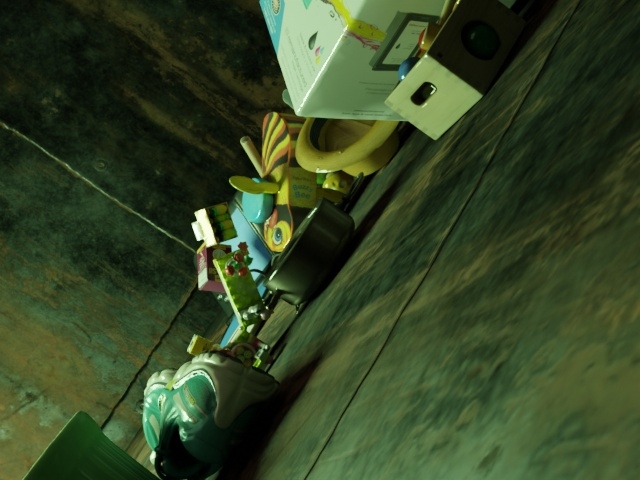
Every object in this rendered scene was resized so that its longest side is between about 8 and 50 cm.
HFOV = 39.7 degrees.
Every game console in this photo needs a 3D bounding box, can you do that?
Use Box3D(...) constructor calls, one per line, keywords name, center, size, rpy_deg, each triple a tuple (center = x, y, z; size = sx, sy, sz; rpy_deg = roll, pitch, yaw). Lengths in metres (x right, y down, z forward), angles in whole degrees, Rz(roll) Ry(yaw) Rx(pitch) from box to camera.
Box3D(name="game console", center=(-0.176, 0.078, 1.671), size=(0.173, 0.250, 0.293), rpy_deg=(-23, -19, -43))

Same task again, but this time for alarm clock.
Box3D(name="alarm clock", center=(0.000, 0.000, 1.062), size=(0.192, 0.064, 0.129), rpy_deg=(-58, 4, 6))

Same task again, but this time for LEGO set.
Box3D(name="LEGO set", center=(-0.109, 0.097, 1.058), size=(0.107, 0.132, 0.287), rpy_deg=(170, 112, -76))

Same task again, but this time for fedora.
Box3D(name="fedora", center=(0.054, -0.150, 1.274), size=(0.194, 0.079, 0.194), rpy_deg=(-26, 38, 22))

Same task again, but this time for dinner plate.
Box3D(name="dinner plate", center=(-0.127, 0.159, 1.453), size=(0.141, 0.017, 0.141), rpy_deg=(-55, 9, 12))

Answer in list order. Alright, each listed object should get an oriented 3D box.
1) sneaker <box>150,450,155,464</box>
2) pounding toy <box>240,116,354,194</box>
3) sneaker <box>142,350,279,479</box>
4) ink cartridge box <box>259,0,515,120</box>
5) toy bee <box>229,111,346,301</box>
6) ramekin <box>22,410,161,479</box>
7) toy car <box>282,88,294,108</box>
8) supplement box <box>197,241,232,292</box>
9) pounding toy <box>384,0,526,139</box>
Box3D(name="sneaker", center=(-0.249, 0.301, 1.443), size=(0.053, 0.061, 0.152), rpy_deg=(-49, 9, 35))
Box3D(name="pounding toy", center=(0.008, -0.126, 1.476), size=(0.237, 0.110, 0.183), rpy_deg=(-23, -36, -3))
Box3D(name="sneaker", center=(-0.135, 0.188, 0.885), size=(0.110, 0.107, 0.275), rpy_deg=(-64, 9, -28))
Box3D(name="ink cartridge box", center=(0.080, -0.304, 1.052), size=(0.270, 0.197, 0.198), rpy_deg=(-55, 45, 49))
Box3D(name="toy bee", center=(-0.034, -0.044, 1.350), size=(0.195, 0.298, 0.162), rpy_deg=(-20, 18, -29))
Box3D(name="ramekin", center=(-0.259, 0.329, 0.839), size=(0.303, 0.148, 0.303), rpy_deg=(-54, 5, 6))
Box3D(name="toy car", center=(0.018, -0.238, 1.622), size=(0.155, 0.188, 0.149), rpy_deg=(-51, -13, 24))
Box3D(name="supplement box", center=(-0.193, 0.049, 1.623), size=(0.043, 0.055, 0.083), rpy_deg=(-44, 45, 47))
Box3D(name="pounding toy", center=(0.137, -0.205, 0.914), size=(0.130, 0.100, 0.141), rpy_deg=(-58, 6, -25))
